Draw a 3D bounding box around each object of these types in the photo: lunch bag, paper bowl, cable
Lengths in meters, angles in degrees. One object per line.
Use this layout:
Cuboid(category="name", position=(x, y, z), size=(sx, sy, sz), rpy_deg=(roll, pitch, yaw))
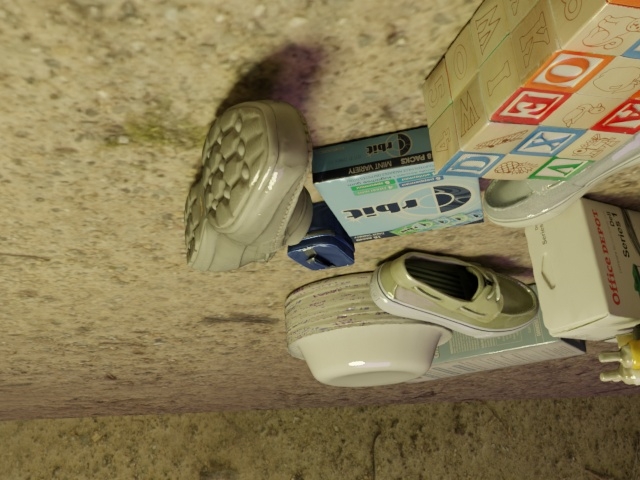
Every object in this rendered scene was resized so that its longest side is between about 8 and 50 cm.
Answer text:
Cuboid(category="lunch bag", position=(0.000, 0.000, 0.830), size=(0.067, 0.065, 0.098), rpy_deg=(-14, 159, 23))
Cuboid(category="paper bowl", position=(0.082, 0.162, 1.173), size=(0.284, 0.148, 0.284), rpy_deg=(-3, 159, -1))
Cuboid(category="cable", position=(0.472, 0.123, 0.794), size=(0.287, 0.072, 0.139), rpy_deg=(-12, 154, 27))

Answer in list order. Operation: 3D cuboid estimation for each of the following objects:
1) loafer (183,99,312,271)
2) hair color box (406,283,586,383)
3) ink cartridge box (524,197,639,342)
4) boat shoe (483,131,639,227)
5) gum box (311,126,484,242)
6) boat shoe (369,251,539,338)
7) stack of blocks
Cuboid(category="loafer", position=(-0.058, -0.043, 0.656), size=(0.111, 0.112, 0.319), rpy_deg=(-3, 168, -19))
Cuboid(category="hair color box", position=(0.293, 0.188, 1.338), size=(0.374, 0.114, 0.185), rpy_deg=(-18, 156, 30))
Cuboid(category="ink cartridge box", position=(0.386, 0.045, 0.901), size=(0.219, 0.160, 0.092), rpy_deg=(8, 154, -33))
Cuboid(category="boat shoe", position=(0.229, -0.086, 0.650), size=(0.081, 0.079, 0.227), rpy_deg=(20, 145, -32))
Cuboid(category="gum box", position=(0.089, -0.055, 0.736), size=(0.156, 0.041, 0.184), rpy_deg=(-10, 158, 13))
Cuboid(category="boat shoe", position=(0.222, 0.083, 1.050), size=(0.302, 0.109, 0.094), rpy_deg=(8, 154, -24))
Cuboid(category="stack of blocks", position=(0.210, -0.141, 0.461), size=(0.171, 0.087, 0.297), rpy_deg=(2, 159, -18))
